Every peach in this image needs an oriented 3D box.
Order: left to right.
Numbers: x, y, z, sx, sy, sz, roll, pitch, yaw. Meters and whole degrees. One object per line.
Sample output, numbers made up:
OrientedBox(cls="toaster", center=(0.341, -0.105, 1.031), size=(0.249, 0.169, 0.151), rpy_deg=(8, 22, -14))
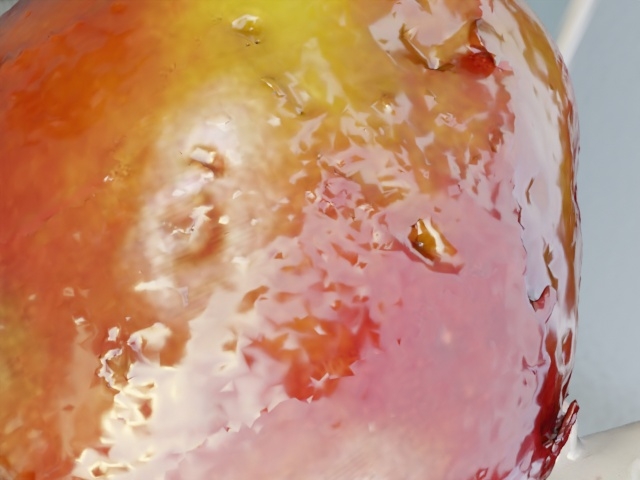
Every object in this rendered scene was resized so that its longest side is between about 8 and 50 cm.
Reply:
OrientedBox(cls="peach", center=(-0.040, 0.023, 0.998), size=(0.339, 0.353, 0.416), rpy_deg=(47, 63, -46))

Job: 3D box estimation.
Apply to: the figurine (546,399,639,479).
OrientedBox(cls="figurine", center=(0.189, 0.200, 1.139), size=(0.206, 0.315, 0.284), rpy_deg=(32, 59, -38))
